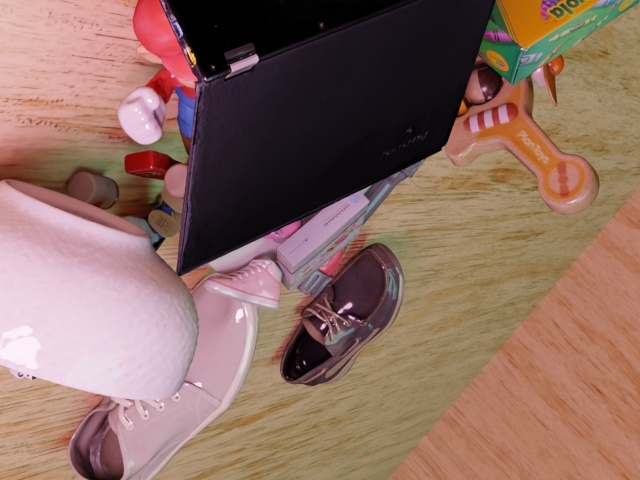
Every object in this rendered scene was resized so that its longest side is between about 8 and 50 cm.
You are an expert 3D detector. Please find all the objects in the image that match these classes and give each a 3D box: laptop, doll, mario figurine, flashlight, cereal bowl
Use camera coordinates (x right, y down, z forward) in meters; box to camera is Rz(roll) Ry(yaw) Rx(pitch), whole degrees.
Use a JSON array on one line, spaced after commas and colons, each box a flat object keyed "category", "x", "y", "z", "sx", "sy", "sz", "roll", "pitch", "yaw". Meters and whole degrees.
[{"category": "laptop", "x": -0.028, "y": -0.237, "z": 1.202, "sx": 0.382, "sy": 0.407, "sz": 0.236, "roll": -27, "pitch": -176, "yaw": -31}, {"category": "doll", "x": -0.217, "y": -0.005, "z": 1.538, "sx": 0.129, "sy": 0.046, "sz": 0.189, "roll": -65, "pitch": -169, "yaw": -24}, {"category": "mario figurine", "x": -0.108, "y": -0.168, "z": 1.312, "sx": 0.320, "sy": 0.170, "sz": 0.198, "roll": 74, "pitch": 30, "yaw": -74}, {"category": "flashlight", "x": 0.049, "y": -0.054, "z": 1.919, "sx": 0.304, "sy": 0.103, "sz": 0.103, "roll": -51, "pitch": 153, "yaw": 4}, {"category": "cereal bowl", "x": -0.272, "y": 0.030, "z": 1.220, "sx": 0.339, "sy": 0.339, "sz": 0.141, "roll": 15, "pitch": 97, "yaw": -65}]

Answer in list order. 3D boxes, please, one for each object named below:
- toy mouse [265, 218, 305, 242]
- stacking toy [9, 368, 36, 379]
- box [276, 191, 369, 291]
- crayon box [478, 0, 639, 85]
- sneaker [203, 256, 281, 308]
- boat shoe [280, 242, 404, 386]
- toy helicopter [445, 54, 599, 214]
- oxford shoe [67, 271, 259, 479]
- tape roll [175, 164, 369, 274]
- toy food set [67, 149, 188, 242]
[{"category": "toy mouse", "x": -0.056, "y": -0.029, "z": 1.660, "sx": 0.143, "sy": 0.031, "sz": 0.161, "roll": -41, "pitch": 158, "yaw": -8}, {"category": "stacking toy", "x": -0.414, "y": 0.112, "z": 1.264, "sx": 0.221, "sy": 0.167, "sz": 0.052, "roll": -10, "pitch": 112, "yaw": -42}, {"category": "box", "x": 0.000, "y": 0.000, "z": 1.759, "sx": 0.145, "sy": 0.038, "sz": 0.186, "roll": -40, "pitch": 172, "yaw": -11}, {"category": "crayon box", "x": 0.321, "y": -0.358, "z": 1.737, "sx": 0.278, "sy": 0.165, "sz": 0.081, "roll": -34, "pitch": 156, "yaw": -24}, {"category": "sneaker", "x": -0.107, "y": 0.052, "z": 1.709, "sx": 0.134, "sy": 0.051, "sz": 0.070, "roll": 18, "pitch": 82, "yaw": -43}, {"category": "boat shoe", "x": 0.035, "y": 0.154, "z": 2.213, "sx": 0.130, "sy": 0.132, "sz": 0.355, "roll": -20, "pitch": 147, "yaw": -46}, {"category": "toy helicopter", "x": 0.291, "y": -0.179, "z": 1.756, "sx": 0.235, "sy": 0.355, "sz": 0.140, "roll": -40, "pitch": 145, "yaw": 5}, {"category": "oxford shoe", "x": -0.242, "y": 0.229, "z": 1.833, "sx": 0.130, "sy": 0.169, "sz": 0.449, "roll": 6, "pitch": 130, "yaw": -49}, {"category": "tape roll", "x": -0.029, "y": -0.116, "z": 1.689, "sx": 0.392, "sy": 0.072, "sz": 0.392, "roll": -37, "pitch": 157, "yaw": -19}, {"category": "toy food set", "x": -0.194, "y": -0.040, "z": 1.413, "sx": 0.232, "sy": 0.111, "sz": 0.104, "roll": -11, "pitch": 171, "yaw": 23}]
